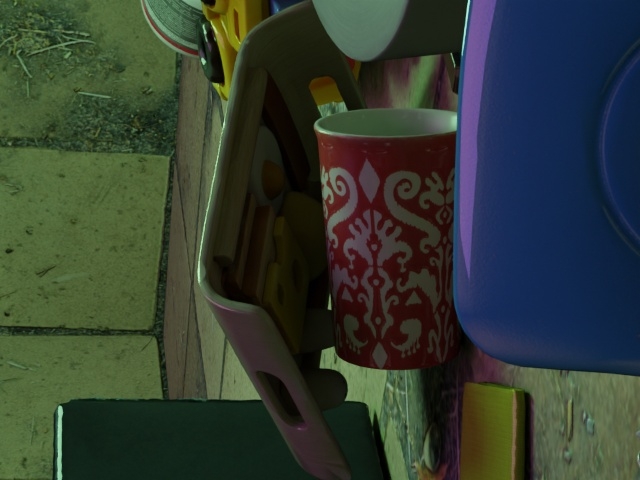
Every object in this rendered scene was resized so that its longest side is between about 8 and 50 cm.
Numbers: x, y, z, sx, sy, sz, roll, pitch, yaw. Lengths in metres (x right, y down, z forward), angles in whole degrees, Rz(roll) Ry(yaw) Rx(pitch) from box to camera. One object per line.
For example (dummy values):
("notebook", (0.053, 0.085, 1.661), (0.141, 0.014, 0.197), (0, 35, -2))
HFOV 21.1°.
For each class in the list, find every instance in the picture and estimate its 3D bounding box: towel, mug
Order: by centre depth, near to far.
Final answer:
("towel", (0.113, 0.212, 1.115), (0.102, 0.021, 0.237), (176, 95, -75))
("mug", (0.067, -0.005, 1.232), (0.113, 0.150, 0.169), (12, 109, 43))

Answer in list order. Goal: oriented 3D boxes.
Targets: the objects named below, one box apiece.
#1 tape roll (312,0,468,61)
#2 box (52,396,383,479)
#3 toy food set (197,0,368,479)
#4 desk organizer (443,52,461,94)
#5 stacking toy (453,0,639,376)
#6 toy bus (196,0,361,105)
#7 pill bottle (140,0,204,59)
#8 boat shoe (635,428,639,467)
("tape roll", (0.049, -0.215, 1.001), (0.219, 0.072, 0.219), (173, 90, -72))
("box", (-0.093, 0.463, 1.473), (0.480, 0.297, 0.471), (-101, 14, -53))
("toy food set", (0.000, 0.000, 1.316), (0.219, 0.092, 0.306), (64, -154, -47))
("desk organizer", (0.097, -0.136, 1.145), (0.130, 0.047, 0.050), (-99, 12, -46))
("stacking toy", (0.141, -0.061, 0.676), (0.302, 0.175, 0.165), (-69, -17, -77))
("toy bus", (-0.022, -0.188, 1.527), (0.211, 0.149, 0.220), (-117, 19, -49))
("pill bottle", (-0.116, -0.334, 2.023), (0.318, 0.176, 0.176), (137, 133, -77))
("boat shoe", (0.160, 0.081, 0.708), (0.066, 0.063, 0.184), (131, 139, -75))
